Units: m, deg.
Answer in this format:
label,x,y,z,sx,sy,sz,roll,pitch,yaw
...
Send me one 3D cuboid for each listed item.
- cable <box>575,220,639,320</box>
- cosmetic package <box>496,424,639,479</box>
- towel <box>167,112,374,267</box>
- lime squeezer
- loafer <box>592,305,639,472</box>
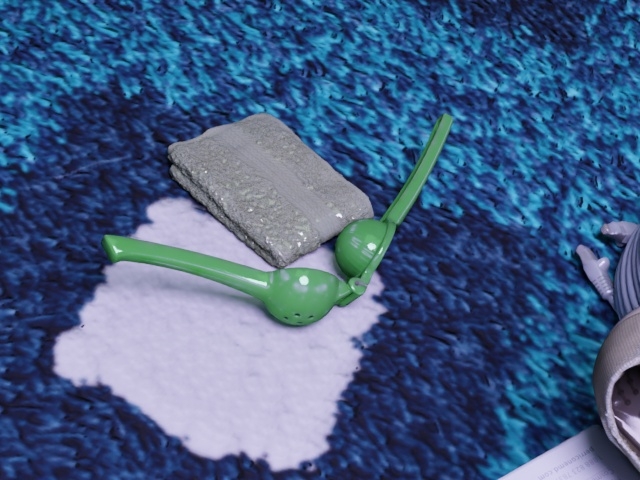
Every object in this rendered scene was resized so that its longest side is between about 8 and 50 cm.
label,x,y,z,sx,sy,sz,roll,pitch,yaw
cable,0.349,0.048,0.926,0.257,0.089,0.257,-6,48,-16
cosmetic package,0.125,0.255,0.593,0.138,0.224,0.224,-23,54,-29
towel,-0.040,-0.044,0.987,0.110,0.027,0.148,-29,57,-31
lime squeezer,0.000,0.000,0.924,0.310,0.059,0.110,-23,64,-30
loafer,0.218,0.126,0.528,0.268,0.102,0.092,35,21,25
